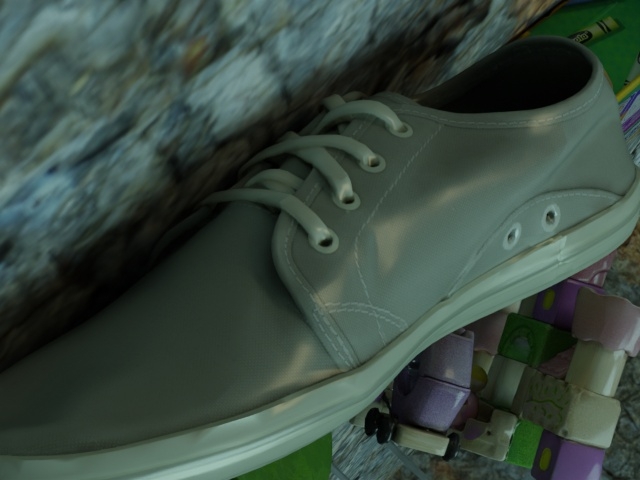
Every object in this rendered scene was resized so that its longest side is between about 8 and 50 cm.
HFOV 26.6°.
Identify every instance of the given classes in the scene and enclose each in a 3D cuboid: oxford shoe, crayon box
[{"bbox_3d":[0.000,0.000,0.683,0.449,0.169,0.130,-27,116,-36],"label":"oxford shoe"},{"bbox_3d":[0.178,-0.097,1.009,0.278,0.081,0.165,-39,164,-31],"label":"crayon box"}]

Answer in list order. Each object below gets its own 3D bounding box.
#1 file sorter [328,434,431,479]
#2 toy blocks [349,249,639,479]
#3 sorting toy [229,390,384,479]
[{"bbox_3d":[-0.033,0.306,1.307,0.277,0.173,0.193,-52,166,16],"label":"file sorter"},{"bbox_3d":[0.185,0.061,1.173,0.288,0.309,0.260,-162,-91,-72],"label":"toy blocks"},{"bbox_3d":[-0.087,0.146,0.922,0.126,0.127,0.365,-21,-176,31],"label":"sorting toy"}]
